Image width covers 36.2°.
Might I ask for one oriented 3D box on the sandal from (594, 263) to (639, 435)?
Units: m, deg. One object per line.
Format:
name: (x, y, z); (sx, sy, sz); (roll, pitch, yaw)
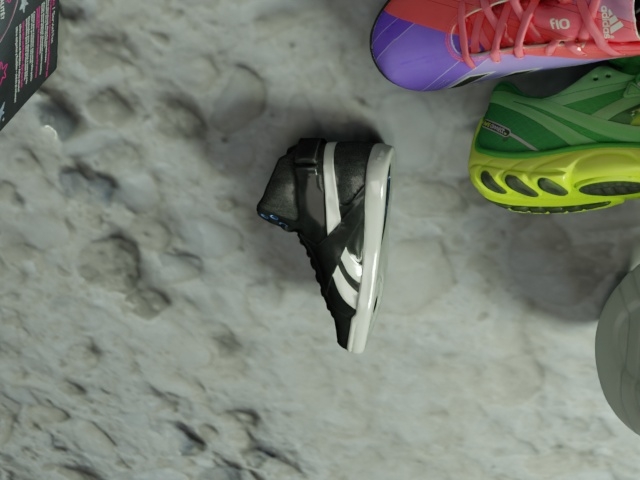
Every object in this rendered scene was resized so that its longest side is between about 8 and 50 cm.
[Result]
sandal: (0.351, 0.070, 0.733); (0.102, 0.169, 0.416); (10, 161, -16)

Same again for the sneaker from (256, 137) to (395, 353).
sneaker: (0.000, 0.000, 0.901); (0.121, 0.079, 0.216); (11, 122, 11)

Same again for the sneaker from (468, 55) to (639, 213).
sneaker: (0.251, -0.090, 0.709); (0.296, 0.123, 0.109); (-1, 164, 23)

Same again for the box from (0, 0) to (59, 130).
box: (-0.301, -0.226, 0.756); (0.163, 0.142, 0.247); (18, 129, 3)

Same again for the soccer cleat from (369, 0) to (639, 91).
soccer cleat: (0.174, -0.167, 0.684); (0.318, 0.116, 0.108); (-13, 123, 25)
